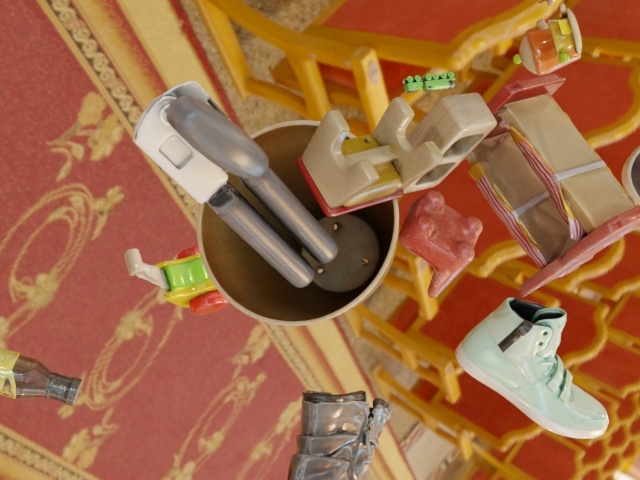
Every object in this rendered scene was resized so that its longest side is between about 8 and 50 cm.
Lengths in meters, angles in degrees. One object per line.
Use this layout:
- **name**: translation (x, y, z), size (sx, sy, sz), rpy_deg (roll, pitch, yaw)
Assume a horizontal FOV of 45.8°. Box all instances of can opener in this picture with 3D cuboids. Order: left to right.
- **can opener**: translation (-0.062, -0.036, 0.720), size (0.076, 0.095, 0.283), rpy_deg (-45, 134, -2)

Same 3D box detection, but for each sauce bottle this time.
- **sauce bottle**: translation (-0.284, 0.121, 0.692), size (0.042, 0.128, 0.042), rpy_deg (-163, -90, -82)

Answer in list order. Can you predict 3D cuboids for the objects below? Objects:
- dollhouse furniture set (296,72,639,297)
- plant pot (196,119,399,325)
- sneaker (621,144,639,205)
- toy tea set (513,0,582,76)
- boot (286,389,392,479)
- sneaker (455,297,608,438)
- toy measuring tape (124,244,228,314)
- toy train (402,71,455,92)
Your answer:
- **dollhouse furniture set**: translation (0.160, -0.037, 0.796), size (0.374, 0.201, 0.152), rpy_deg (-18, 160, -37)
- **plant pot**: translation (0.000, 0.000, 0.975), size (0.237, 0.237, 0.254), rpy_deg (-56, 163, -1)
- **sneaker**: translation (0.596, -0.013, 1.081), size (0.131, 0.350, 0.148), rpy_deg (-56, -172, 1)
- **toy tea set**: translation (0.402, -0.468, 1.453), size (0.124, 0.336, 0.200), rpy_deg (-16, 169, 18)
- **boot**: translation (-0.024, 0.278, 0.867), size (0.338, 0.118, 0.222), rpy_deg (23, 75, -65)
- **sneaker**: translation (0.345, 0.185, 1.114), size (0.151, 0.256, 0.094), rpy_deg (-58, -177, 32)
- **toy measuring tape**: translation (-0.208, 0.051, 1.238), size (0.121, 0.121, 0.330), rpy_deg (-53, 165, -7)
- **toy train**: translation (0.154, -0.221, 1.064), size (0.083, 0.017, 0.023), rpy_deg (-10, 86, -21)
